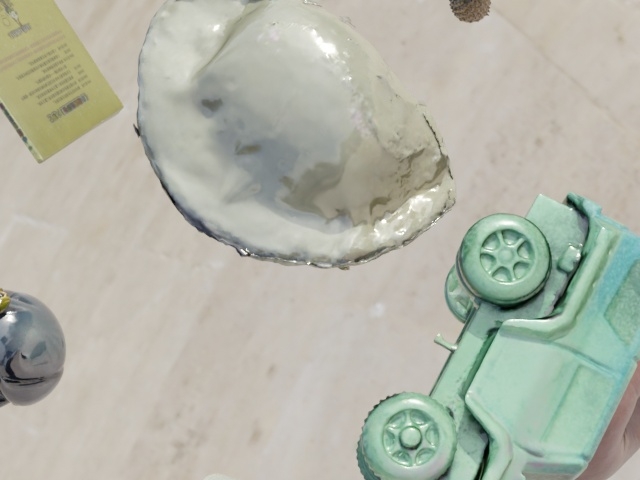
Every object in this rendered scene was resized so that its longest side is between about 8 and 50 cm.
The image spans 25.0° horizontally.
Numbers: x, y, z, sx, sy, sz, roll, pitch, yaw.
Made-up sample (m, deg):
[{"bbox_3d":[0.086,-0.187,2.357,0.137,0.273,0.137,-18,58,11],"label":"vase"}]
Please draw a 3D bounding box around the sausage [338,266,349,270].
[{"bbox_3d":[0.000,0.000,1.341,0.015,0.015,0.100,-52,46,7],"label":"sausage"}]

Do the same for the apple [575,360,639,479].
[{"bbox_3d":[0.301,0.174,1.825,0.235,0.306,0.305,24,80,27],"label":"apple"}]

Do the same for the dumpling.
[{"bbox_3d":[-0.029,-0.070,1.000,0.172,0.247,0.142,-48,-10,-17],"label":"dumpling"}]

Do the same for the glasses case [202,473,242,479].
[{"bbox_3d":[-0.025,0.343,1.569,0.128,0.308,0.083,-58,27,21],"label":"glasses case"}]

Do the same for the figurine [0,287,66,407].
[{"bbox_3d":[-0.471,0.162,1.951,0.197,0.265,0.175,-46,72,33],"label":"figurine"}]

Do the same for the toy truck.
[{"bbox_3d":[0.138,0.102,1.079,0.278,0.156,0.155,-62,-6,-12],"label":"toy truck"}]

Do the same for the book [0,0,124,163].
[{"bbox_3d":[-0.270,-0.176,1.320,0.013,0.192,0.168,-28,10,27],"label":"book"}]

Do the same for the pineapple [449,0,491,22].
[{"bbox_3d":[0.191,-0.321,1.791,0.124,0.058,0.058,95,-167,-66],"label":"pineapple"}]
